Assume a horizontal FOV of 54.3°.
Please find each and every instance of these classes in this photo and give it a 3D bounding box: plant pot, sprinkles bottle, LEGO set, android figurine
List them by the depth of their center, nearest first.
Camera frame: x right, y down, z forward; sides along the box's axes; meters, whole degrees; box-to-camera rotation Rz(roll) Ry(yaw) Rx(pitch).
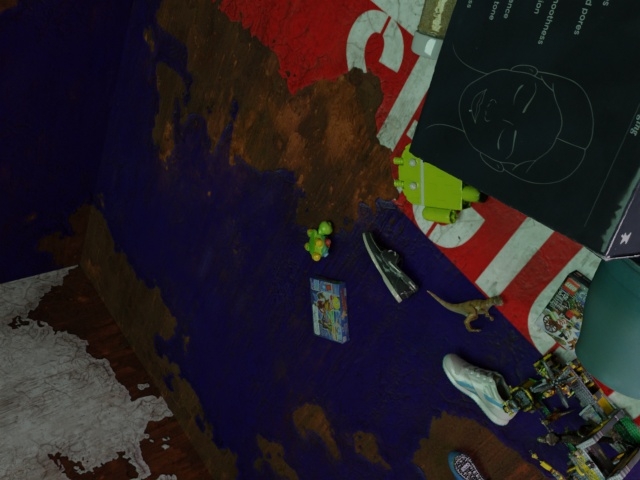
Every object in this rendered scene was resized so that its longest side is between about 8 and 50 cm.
[{"bbox_3d":[0.626,0.152,1.192,0.271,0.271,0.255,38,123,32],"label":"plant pot"},{"bbox_3d":[0.552,0.435,1.413,0.255,0.192,0.331,-41,72,45],"label":"LEGO set"},{"bbox_3d":[0.306,-0.594,1.417,0.121,0.121,0.355,33,124,35],"label":"sprinkles bottle"},{"bbox_3d":[0.301,-0.169,1.609,0.273,0.056,0.248,13,112,42],"label":"android figurine"}]

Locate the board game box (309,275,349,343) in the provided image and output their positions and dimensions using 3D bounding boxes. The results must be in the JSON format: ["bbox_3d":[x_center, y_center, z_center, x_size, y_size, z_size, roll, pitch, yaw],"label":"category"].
[{"bbox_3d":[0.028,0.223,2.034,0.136,0.035,0.201,10,110,44],"label":"board game box"}]

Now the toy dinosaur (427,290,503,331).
[{"bbox_3d":[0.388,0.182,1.636,0.211,0.064,0.112,-8,78,38],"label":"toy dinosaur"}]

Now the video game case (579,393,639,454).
[{"bbox_3d":[0.669,0.421,1.437,0.122,0.011,0.087,47,132,27],"label":"video game case"}]

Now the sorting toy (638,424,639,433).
[{"bbox_3d":[0.791,0.401,1.288,0.229,0.041,0.307,20,117,36],"label":"sorting toy"}]

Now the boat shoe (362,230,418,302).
[{"bbox_3d":[0.197,0.064,1.793,0.079,0.084,0.233,-33,66,8],"label":"boat shoe"}]

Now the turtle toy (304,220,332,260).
[{"bbox_3d":[0.000,0.000,1.968,0.095,0.066,0.130,-128,44,-55],"label":"turtle toy"}]

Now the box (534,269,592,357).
[{"bbox_3d":[0.618,0.199,1.396,0.233,0.044,0.159,42,130,29],"label":"box"}]

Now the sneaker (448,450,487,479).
[{"bbox_3d":[0.427,0.681,1.749,0.209,0.069,0.082,58,169,4],"label":"sneaker"}]

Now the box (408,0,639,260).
[{"bbox_3d":[0.477,-0.288,1.132,0.472,0.297,0.480,40,123,44],"label":"box"}]

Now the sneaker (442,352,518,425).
[{"bbox_3d":[0.423,0.370,1.637,0.228,0.087,0.092,41,122,21],"label":"sneaker"}]
